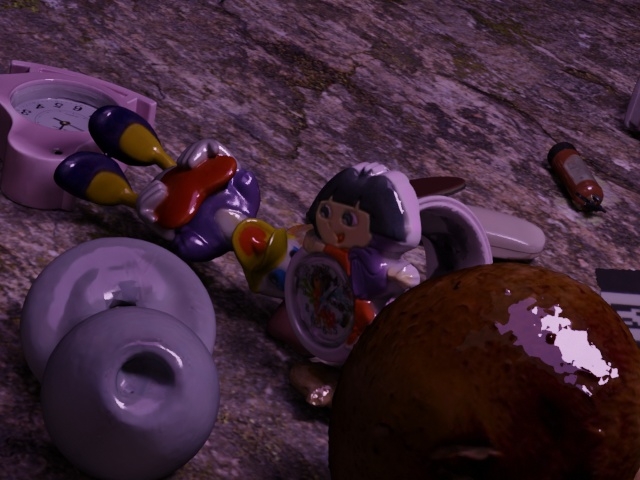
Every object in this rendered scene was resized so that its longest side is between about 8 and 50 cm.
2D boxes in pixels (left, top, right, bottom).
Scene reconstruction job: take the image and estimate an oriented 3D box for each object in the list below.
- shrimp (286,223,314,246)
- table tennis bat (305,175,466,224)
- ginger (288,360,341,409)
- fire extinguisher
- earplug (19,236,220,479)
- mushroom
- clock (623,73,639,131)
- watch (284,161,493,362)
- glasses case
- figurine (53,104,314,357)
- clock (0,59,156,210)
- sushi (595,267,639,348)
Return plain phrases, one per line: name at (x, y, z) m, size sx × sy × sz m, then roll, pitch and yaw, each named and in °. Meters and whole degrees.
shrimp at (0.000, 0.000, 1.989) m, size 0.108 × 0.023 × 0.059 m, roll -6°, pitch 45°, yaw -31°
table tennis bat at (0.091, -0.058, 2.085) m, size 0.246 × 0.022 × 0.138 m, roll -15°, pitch 13°, yaw -27°
ginger at (0.115, 0.202, 1.647) m, size 0.334 × 0.081 × 0.148 m, roll 20°, pitch 46°, yaw 12°
fire extinguisher at (0.395, -0.090, 2.272) m, size 0.062 × 0.050 × 0.177 m, roll 30°, pitch 22°, yaw -26°
earplug at (-0.204, 0.114, 1.558) m, size 0.214 × 0.175 × 0.325 m, roll -2°, pitch 33°, yaw -14°
mushroom at (0.200, 0.184, 1.456) m, size 0.356 × 0.331 × 0.334 m, roll -11°, pitch 34°, yaw -41°
clock at (0.699, -0.186, 2.444) m, size 0.235 × 0.166 × 0.309 m, roll -6°, pitch 37°, yaw -30°
watch at (0.100, 0.028, 1.689) m, size 0.231 × 0.244 × 0.196 m, roll -5°, pitch 10°, yaw -39°
glasses case at (0.212, -0.015, 2.067) m, size 0.204 × 0.051 × 0.081 m, roll 12°, pitch 29°, yaw 3°
figurine at (-0.137, -0.020, 1.831) m, size 0.421 × 0.193 × 0.154 m, roll 29°, pitch 72°, yaw 31°
clock at (-0.405, -0.158, 2.032) m, size 0.290 × 0.080 × 0.275 m, roll 17°, pitch 30°, yaw 8°
sushi at (0.492, 0.197, 1.801) m, size 0.296 × 0.100 × 0.373 m, roll 3°, pitch 41°, yaw -1°
